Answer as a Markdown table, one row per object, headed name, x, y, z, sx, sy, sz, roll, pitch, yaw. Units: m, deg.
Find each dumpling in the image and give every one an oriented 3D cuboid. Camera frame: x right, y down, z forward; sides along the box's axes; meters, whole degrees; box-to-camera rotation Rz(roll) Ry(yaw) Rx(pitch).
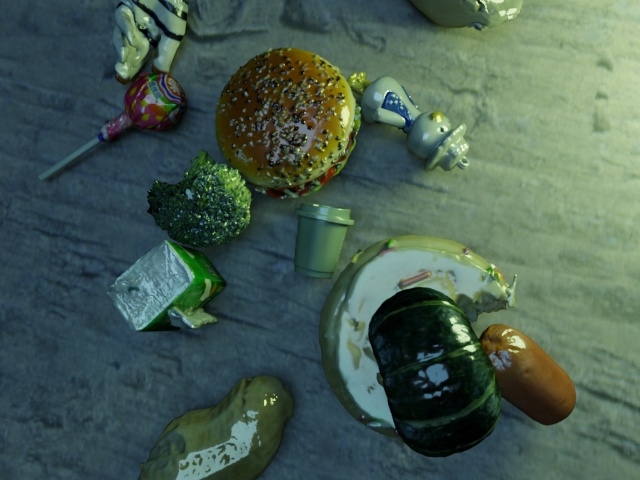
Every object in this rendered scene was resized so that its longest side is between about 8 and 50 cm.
| name | x | y | z | sx | sy | sz | roll | pitch | yaw |
| --- | --- | --- | --- | --- | --- | --- | --- | --- | --- |
| dumpling | 0.279 | -0.539 | 1.181 | 0.293 | 0.163 | 0.205 | 39 | 92 | 21 |

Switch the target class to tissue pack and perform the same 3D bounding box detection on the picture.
| name | x | y | z | sx | sy | sz | roll | pitch | yaw |
| --- | --- | --- | --- | --- | --- | --- | --- | --- | --- |
| tissue pack | -0.268 | 0.110 | 1.129 | 0.148 | 0.209 | 0.156 | -39 | 81 | 0 |

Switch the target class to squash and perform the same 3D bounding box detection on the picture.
| name | x | y | z | sx | sy | sz | roll | pitch | yaw |
| --- | --- | --- | --- | --- | --- | --- | --- | --- | --- |
| squash | 0.166 | 0.195 | 0.901 | 0.165 | 0.252 | 0.252 | -24 | 81 | 3 |

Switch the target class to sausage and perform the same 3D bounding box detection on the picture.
| name | x | y | z | sx | sy | sz | roll | pitch | yaw |
| --- | --- | --- | --- | --- | --- | --- | --- | --- | --- |
| sausage | 0.352 | 0.232 | 1.029 | 0.113 | 0.259 | 0.114 | -27 | 44 | 30 |

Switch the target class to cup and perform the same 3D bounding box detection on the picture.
| name | x | y | z | sx | sy | sz | roll | pitch | yaw |
| --- | --- | --- | --- | --- | --- | --- | --- | --- | --- |
| cup | 0.000 | 0.000 | 1.171 | 0.120 | 0.120 | 0.141 | 10 | 97 | 7 |

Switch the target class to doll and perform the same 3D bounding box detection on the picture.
| name | x | y | z | sx | sy | sz | roll | pitch | yaw |
| --- | --- | --- | --- | --- | --- | --- | --- | --- | --- |
| doll | 0.176 | -0.237 | 1.174 | 0.293 | 0.138 | 0.119 | 42 | 129 | 12 |

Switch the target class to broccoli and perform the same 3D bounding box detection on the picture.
| name | x | y | z | sx | sy | sz | roll | pitch | yaw |
| --- | --- | --- | --- | --- | --- | --- | --- | --- | --- |
| broccoli | -0.227 | -0.075 | 1.128 | 0.197 | 0.226 | 0.176 | -5 | 40 | -7 |

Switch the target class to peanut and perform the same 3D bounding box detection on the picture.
| name | x | y | z | sx | sy | sz | roll | pitch | yaw |
| --- | --- | --- | --- | --- | --- | --- | --- | --- | --- |
| peanut | -0.192 | 0.395 | 1.117 | 0.339 | 0.158 | 0.174 | -26 | 51 | -2 |

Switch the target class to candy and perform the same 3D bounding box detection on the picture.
| name | x | y | z | sx | sy | sz | roll | pitch | yaw |
| --- | --- | --- | --- | --- | --- | --- | --- | --- | --- |
| candy | -0.443 | -0.224 | 1.248 | 0.365 | 0.124 | 0.124 | -32 | 81 | 8 |

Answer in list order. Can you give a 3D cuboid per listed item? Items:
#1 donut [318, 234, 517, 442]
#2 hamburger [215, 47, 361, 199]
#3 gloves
| name | x | y | z | sx | sy | sz | roll | pitch | yaw |
| --- | --- | --- | --- | --- | --- | --- | --- | --- | --- |
| donut | 0.155 | 0.163 | 1.108 | 0.307 | 0.150 | 0.371 | 29 | 86 | 8 |
| hamburger | -0.063 | -0.230 | 1.168 | 0.300 | 0.176 | 0.300 | -1 | 82 | 7 |
| gloves | -0.376 | -0.436 | 1.253 | 0.131 | 0.140 | 0.219 | 44 | 103 | 28 |
